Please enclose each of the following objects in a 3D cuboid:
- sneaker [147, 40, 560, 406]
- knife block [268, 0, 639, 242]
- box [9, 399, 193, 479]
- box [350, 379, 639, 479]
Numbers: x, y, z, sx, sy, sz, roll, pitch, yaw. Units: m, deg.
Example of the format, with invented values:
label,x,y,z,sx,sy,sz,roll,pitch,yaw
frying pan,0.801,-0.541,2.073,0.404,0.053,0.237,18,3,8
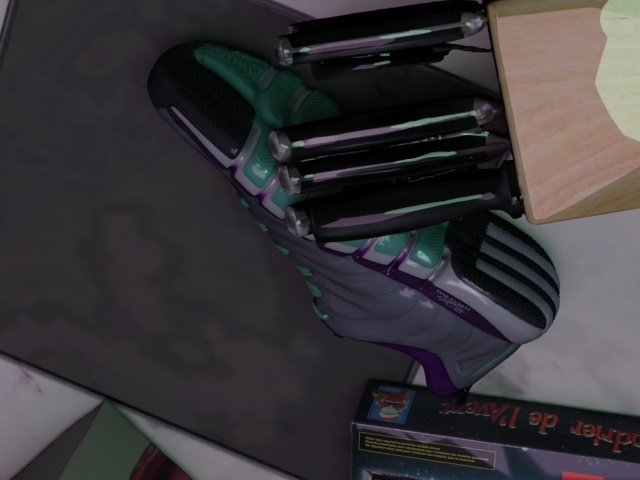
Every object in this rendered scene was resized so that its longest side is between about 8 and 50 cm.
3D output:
label,x,y,z,sx,sy,sz,roll,pitch,yaw
sneaker,0.000,0.000,0.953,0.224,0.083,0.098,35,127,-3
knife block,0.123,-0.049,0.849,0.276,0.088,0.242,34,102,-4
box,-0.091,0.227,1.052,0.232,0.148,0.127,44,118,-10
box,0.131,0.164,1.020,0.233,0.044,0.159,8,118,11
